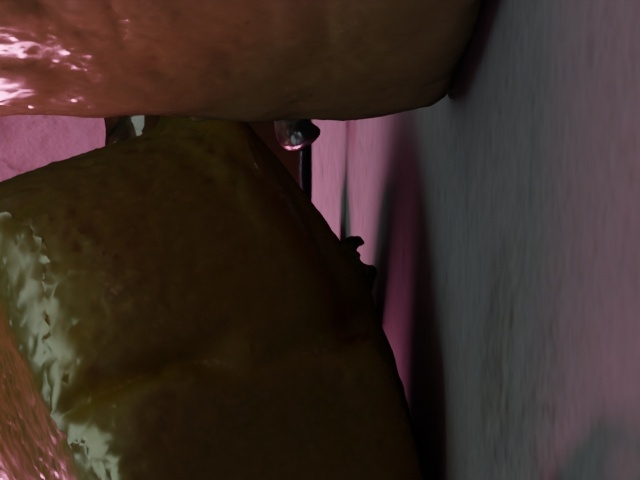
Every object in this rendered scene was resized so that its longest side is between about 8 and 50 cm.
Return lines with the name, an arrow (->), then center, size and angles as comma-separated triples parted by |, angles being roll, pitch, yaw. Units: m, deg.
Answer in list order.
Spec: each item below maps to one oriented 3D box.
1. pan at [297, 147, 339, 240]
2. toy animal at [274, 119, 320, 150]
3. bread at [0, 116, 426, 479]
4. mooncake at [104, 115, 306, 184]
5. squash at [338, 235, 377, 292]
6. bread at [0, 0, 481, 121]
pan -> 0.001, 0.000, 0.946 | 0.068, 0.023, 0.115 | -99, 6, -65
toy animal -> -0.024, -0.180, 0.887 | 0.170, 0.090, 0.255 | 88, -178, -69
bread -> -0.052, 0.079, 0.685 | 0.270, 0.148, 0.270 | 50, 150, 44
mooncake -> -0.092, -0.067, 1.317 | 0.284, 0.155, 0.284 | 178, 90, -84
squash -> -0.011, 0.086, 0.845 | 0.258, 0.069, 0.069 | 93, 174, -52
bread -> -0.041, -0.077, 0.493 | 0.139, 0.178, 0.060 | 95, 174, -69
